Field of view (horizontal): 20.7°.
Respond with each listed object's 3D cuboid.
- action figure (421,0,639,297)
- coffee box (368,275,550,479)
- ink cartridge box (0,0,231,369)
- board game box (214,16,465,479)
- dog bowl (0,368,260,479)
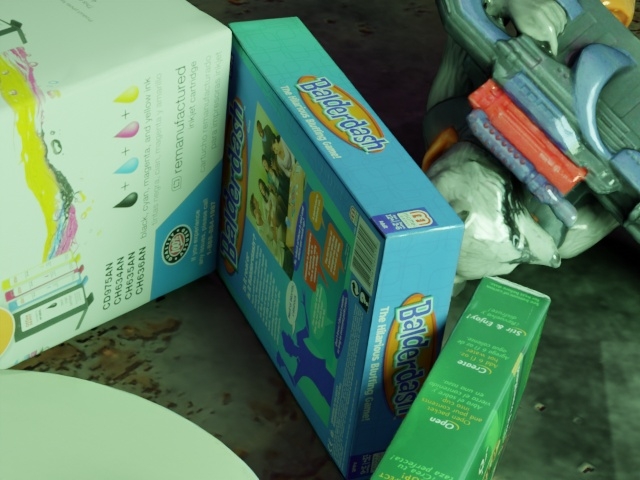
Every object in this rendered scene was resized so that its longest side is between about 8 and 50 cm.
[{"bbox_3d":[0.199,-0.048,1.101,0.330,0.178,0.341,-29,76,-31],"label":"action figure"},{"bbox_3d":[0.058,0.112,0.841,0.040,0.113,0.184,20,36,12],"label":"coffee box"},{"bbox_3d":[-0.192,-0.045,0.961,0.232,0.171,0.168,-26,47,-37],"label":"ink cartridge box"},{"bbox_3d":[0.000,0.000,0.943,0.047,0.160,0.210,-10,39,-23],"label":"board game box"},{"bbox_3d":[-0.139,0.174,0.723,0.264,0.104,0.265,5,36,-4],"label":"dog bowl"}]
